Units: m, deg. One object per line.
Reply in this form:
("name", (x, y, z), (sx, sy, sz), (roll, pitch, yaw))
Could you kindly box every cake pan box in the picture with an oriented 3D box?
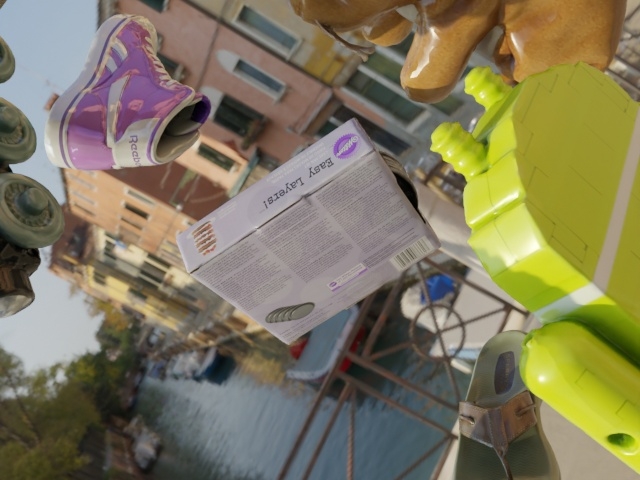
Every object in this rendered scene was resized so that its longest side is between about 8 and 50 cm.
("cake pan box", (0.000, 0.000, 0.920), (0.267, 0.246, 0.070), (-34, 55, 10))

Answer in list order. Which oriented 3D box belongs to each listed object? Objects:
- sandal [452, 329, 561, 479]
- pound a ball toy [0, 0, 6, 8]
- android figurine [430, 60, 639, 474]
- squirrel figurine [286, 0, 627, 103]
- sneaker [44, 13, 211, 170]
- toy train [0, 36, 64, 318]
("sandal", (0.201, 0.202, 0.863), (0.120, 0.086, 0.302), (-18, 30, 23))
("pound a ball toy", (-0.143, -0.144, 0.258), (0.135, 0.208, 0.319), (-59, 16, -14))
("android figurine", (0.180, 0.005, 0.430), (0.056, 0.273, 0.248), (-43, 12, 49))
("squirrel figurine", (0.155, -0.333, 0.766), (0.397, 0.371, 0.281), (-48, 44, 43))
("sneaker", (-0.200, -0.177, 0.897), (0.102, 0.161, 0.282), (85, -172, -46))
("toy train", (-0.359, -0.082, 0.656), (0.142, 0.333, 0.190), (-34, -20, 29))
